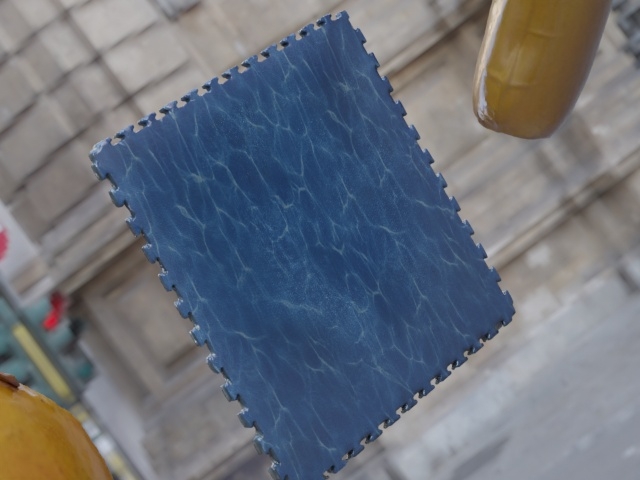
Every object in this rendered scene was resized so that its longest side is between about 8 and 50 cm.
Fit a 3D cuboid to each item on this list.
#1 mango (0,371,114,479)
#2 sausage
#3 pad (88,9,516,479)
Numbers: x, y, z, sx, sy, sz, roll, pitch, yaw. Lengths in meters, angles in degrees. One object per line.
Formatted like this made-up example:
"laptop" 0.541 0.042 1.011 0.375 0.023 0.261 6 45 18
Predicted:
"mango" -0.158 0.165 0.520 0.138 0.187 0.257 -42 39 49
"sausage" 0.210 -0.242 1.394 0.112 0.112 0.328 -33 -38 -55
"pad" 0.000 0.000 1.099 0.269 0.269 0.012 -37 10 -40
